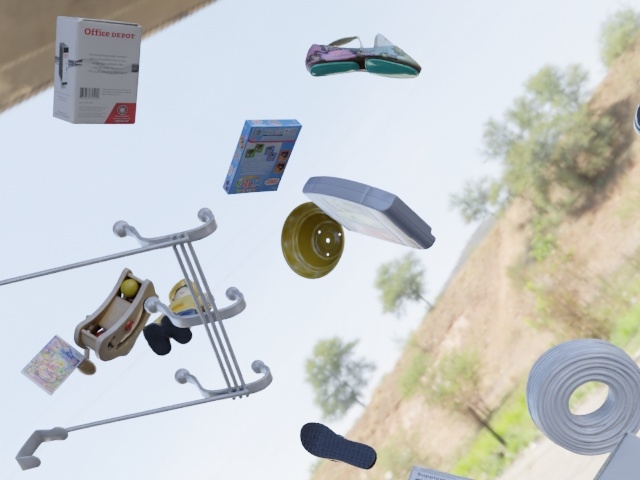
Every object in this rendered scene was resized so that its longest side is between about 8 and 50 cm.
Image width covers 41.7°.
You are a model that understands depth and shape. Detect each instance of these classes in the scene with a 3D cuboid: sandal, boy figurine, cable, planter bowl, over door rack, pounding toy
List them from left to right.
[{"bbox_3d":[-0.512,0.184,1.956,0.269,0.155,0.154,-61,-19,-8],"label":"pounding toy"},{"bbox_3d":[-0.247,0.110,1.014,0.325,0.239,0.108,-18,22,-1],"label":"over door rack"},{"bbox_3d":[-0.318,0.164,1.948,0.177,0.092,0.285,-29,14,12],"label":"boy figurine"},{"bbox_3d":[0.000,0.000,2.360,0.090,0.217,0.217,1,-50,-55],"label":"planter bowl"},{"bbox_3d":[0.036,0.431,1.739,0.067,0.179,0.040,-65,-26,-17],"label":"sandal"},{"bbox_3d":[0.581,0.344,1.834,0.089,0.257,0.256,-91,8,-75],"label":"cable"}]

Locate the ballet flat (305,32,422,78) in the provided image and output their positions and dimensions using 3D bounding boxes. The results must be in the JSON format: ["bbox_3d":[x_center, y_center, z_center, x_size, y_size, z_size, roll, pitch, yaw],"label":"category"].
[{"bbox_3d":[0.081,-0.352,1.591,0.077,0.222,0.079,71,-159,-72],"label":"ballet flat"}]

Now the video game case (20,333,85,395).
[{"bbox_3d":[-0.606,0.282,1.906,0.122,0.087,0.011,-54,4,-41],"label":"video game case"}]

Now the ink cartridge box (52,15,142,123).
[{"bbox_3d":[-0.298,-0.226,1.119,0.099,0.056,0.135,-8,-69,-46],"label":"ink cartridge box"}]

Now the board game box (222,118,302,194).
[{"bbox_3d":[-0.151,-0.216,2.169,0.160,0.039,0.211,-7,-47,-39],"label":"board game box"}]

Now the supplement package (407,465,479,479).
[{"bbox_3d":[0.153,0.440,1.094,0.244,0.134,0.139,-58,-29,-51],"label":"supplement package"}]

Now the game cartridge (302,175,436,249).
[{"bbox_3d":[0.095,-0.067,1.852,0.196,0.294,0.060,43,-107,-37],"label":"game cartridge"}]

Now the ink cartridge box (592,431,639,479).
[{"bbox_3d":[0.328,0.265,0.688,0.212,0.154,0.093,41,-100,-36],"label":"ink cartridge box"}]

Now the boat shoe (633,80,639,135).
[{"bbox_3d":[0.603,-0.253,1.454,0.254,0.095,0.079,-47,-41,-45],"label":"boat shoe"}]
